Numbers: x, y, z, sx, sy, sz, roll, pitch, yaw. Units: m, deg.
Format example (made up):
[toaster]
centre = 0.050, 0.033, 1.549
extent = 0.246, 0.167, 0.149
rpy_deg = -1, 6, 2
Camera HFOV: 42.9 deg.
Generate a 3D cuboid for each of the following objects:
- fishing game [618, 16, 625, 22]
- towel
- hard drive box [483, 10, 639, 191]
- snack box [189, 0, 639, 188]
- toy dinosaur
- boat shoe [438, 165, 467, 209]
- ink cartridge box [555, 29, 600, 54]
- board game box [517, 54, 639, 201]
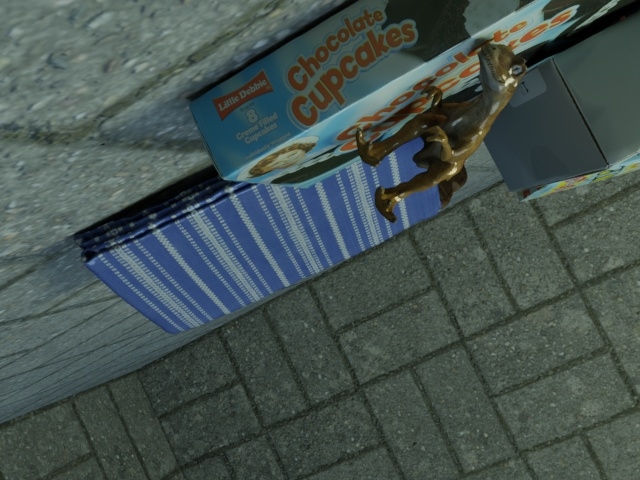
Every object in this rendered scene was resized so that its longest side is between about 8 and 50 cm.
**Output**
[fishing game]
centre = 0.438, -0.217, 0.797
extent = 0.264, 0.189, 0.041
rpy_deg = -15, 156, 15
[towel]
centre = -0.039, -0.019, 0.797
extent = 0.335, 0.040, 0.243
rpy_deg = -25, 154, 1
[hard drive box]
centre = 0.261, -0.136, 0.651
extent = 0.232, 0.089, 0.181
rpy_deg = -29, -178, -9
[snack box]
centre = 0.088, -0.135, 0.551
extent = 0.321, 0.060, 0.187
rpy_deg = -28, 174, 15
[toy dinosaur]
centre = 0.081, -0.060, 0.556
extent = 0.112, 0.064, 0.211
rpy_deg = -25, 174, -13
[boat shoe]
centre = 0.129, -0.076, 1.138
extent = 0.095, 0.095, 0.257
rpy_deg = -22, 177, 26
[ink cartridge box]
centre = 0.162, -0.160, 0.747
extent = 0.145, 0.045, 0.179
rpy_deg = -24, 172, -17
[board game box]
centre = 0.357, -0.155, 0.945
extent = 0.275, 0.144, 0.142
rpy_deg = -15, 175, 0
